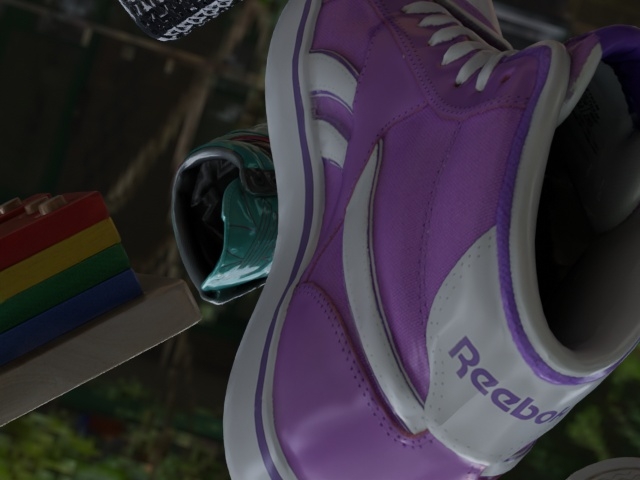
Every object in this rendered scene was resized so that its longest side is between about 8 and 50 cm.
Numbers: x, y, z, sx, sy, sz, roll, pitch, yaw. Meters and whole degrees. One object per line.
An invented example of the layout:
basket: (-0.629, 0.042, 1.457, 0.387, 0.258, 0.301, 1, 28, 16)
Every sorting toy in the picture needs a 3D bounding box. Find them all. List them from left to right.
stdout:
sorting toy: (-0.226, 0.056, 1.051, 0.255, 0.089, 0.257, -27, -171, -16)

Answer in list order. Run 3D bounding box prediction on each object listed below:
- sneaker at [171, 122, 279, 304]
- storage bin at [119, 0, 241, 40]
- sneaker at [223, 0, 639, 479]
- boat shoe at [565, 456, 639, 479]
sneaker: (0.000, 0.000, 1.380, 0.295, 0.124, 0.178, 28, -153, 32)
storage bin: (-0.078, -0.210, 0.963, 0.084, 0.122, 0.180, -21, 109, 49)
sneaker: (0.060, -0.038, 0.616, 0.102, 0.161, 0.282, 28, -139, -23)
boat shoe: (0.122, 0.185, 0.644, 0.084, 0.233, 0.079, -9, 144, -4)
